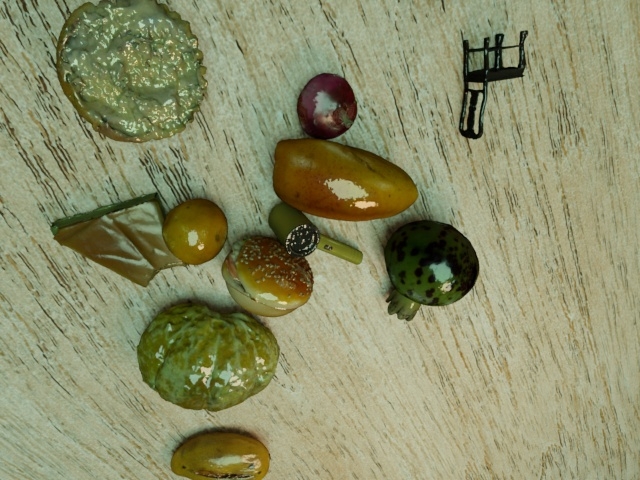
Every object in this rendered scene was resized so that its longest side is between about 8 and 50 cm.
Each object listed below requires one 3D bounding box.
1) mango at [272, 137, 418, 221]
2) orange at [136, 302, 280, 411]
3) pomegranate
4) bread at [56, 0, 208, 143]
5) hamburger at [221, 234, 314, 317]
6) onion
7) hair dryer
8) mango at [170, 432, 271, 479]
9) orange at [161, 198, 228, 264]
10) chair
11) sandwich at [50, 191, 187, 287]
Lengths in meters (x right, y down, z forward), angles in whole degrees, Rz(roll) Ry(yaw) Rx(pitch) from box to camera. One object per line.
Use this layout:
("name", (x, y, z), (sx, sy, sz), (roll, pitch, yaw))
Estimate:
("mango", (0.059, -0.130, 0.955), (0.350, 0.199, 0.201), (13, 151, -5))
("orange", (-0.282, 0.313, 1.046), (0.368, 0.210, 0.271), (11, 111, -14))
("pomegranate", (0.258, 0.078, 1.086), (0.242, 0.242, 0.306), (35, 130, -23))
("bread", (-0.358, -0.326, 0.802), (0.274, 0.149, 0.274), (-4, 106, -13))
("hamburger", (-0.123, 0.084, 0.986), (0.237, 0.237, 0.147), (11, 124, -17))
("onion", (0.027, -0.285, 0.910), (0.150, 0.140, 0.150), (-12, 129, -15))
("hair dryer", (0.000, 0.000, 1.043), (0.278, 0.135, 0.090), (24, 105, -38))
("mango", (-0.297, 0.668, 1.227), (0.295, 0.120, 0.177), (7, 108, -15))
("orange", (-0.289, -0.022, 0.940), (0.134, 0.154, 0.155), (17, 110, 14))
("chair", (0.408, -0.370, 0.984), (0.113, 0.106, 0.229), (-11, 115, -7))
("sandwich", (-0.465, 0.022, 0.962), (0.245, 0.063, 0.212), (-17, 115, -4))
